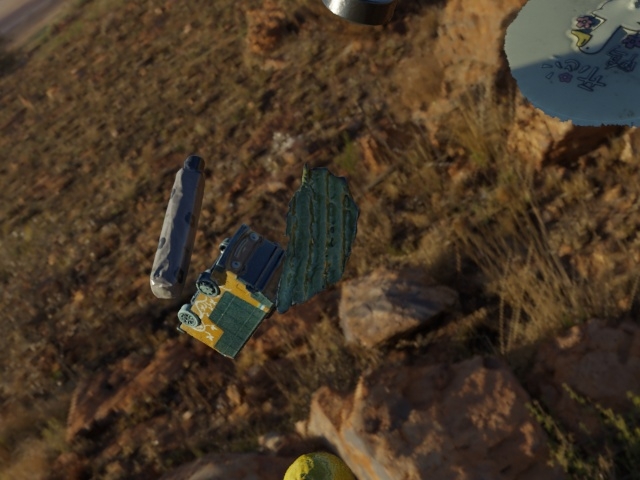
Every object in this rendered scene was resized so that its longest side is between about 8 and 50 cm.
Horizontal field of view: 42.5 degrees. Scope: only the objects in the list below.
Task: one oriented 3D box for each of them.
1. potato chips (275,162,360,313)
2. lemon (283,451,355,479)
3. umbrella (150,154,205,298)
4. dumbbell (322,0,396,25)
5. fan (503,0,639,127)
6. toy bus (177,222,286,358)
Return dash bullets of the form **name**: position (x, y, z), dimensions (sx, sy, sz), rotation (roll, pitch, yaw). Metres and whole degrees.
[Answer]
- **potato chips**: position (0.000, 0.000, 0.987), dimensions (0.028, 0.092, 0.207), rotation (116, 165, -57)
- **lemon**: position (-0.002, 0.369, 1.218), dimensions (0.109, 0.133, 0.109), rotation (-10, 67, 25)
- **umbrella**: position (-0.279, -0.037, 1.652), dimensions (0.067, 0.073, 0.337), rotation (9, 55, -4)
- **dumbbell**: position (0.100, -0.558, 1.644), dimensions (0.152, 0.218, 0.152), rotation (11, 38, -9)
- **fan**: position (0.371, -0.283, 0.940), dimensions (0.233, 0.012, 0.415), rotation (29, 69, 27)
- **toy bus**: position (-0.170, 0.109, 1.677), dimensions (0.275, 0.167, 0.138), rotation (-55, 4, 47)
